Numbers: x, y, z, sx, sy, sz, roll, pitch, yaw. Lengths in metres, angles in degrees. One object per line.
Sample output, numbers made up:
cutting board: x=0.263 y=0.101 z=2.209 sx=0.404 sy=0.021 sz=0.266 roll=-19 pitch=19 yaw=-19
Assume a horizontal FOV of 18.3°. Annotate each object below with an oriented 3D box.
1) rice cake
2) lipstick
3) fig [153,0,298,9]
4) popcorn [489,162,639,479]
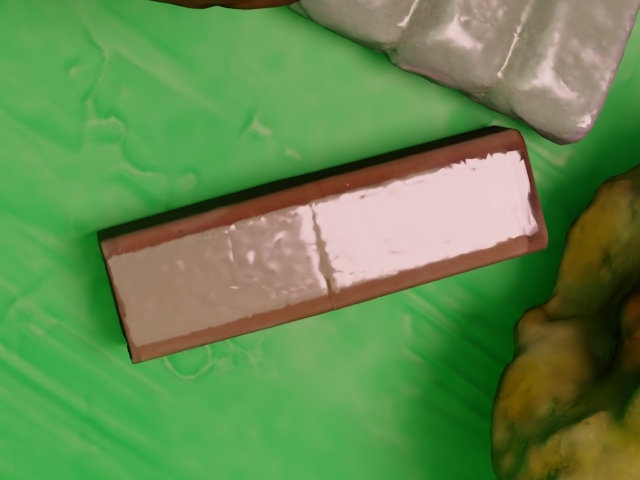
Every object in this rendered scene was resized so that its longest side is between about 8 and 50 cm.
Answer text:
rice cake: x=0.081 y=-0.161 z=0.670 sx=0.127 sy=0.043 sz=0.237 roll=22 pitch=92 yaw=-10
lipstick: x=0.000 y=0.000 z=0.675 sx=0.145 sy=0.045 sz=0.045 roll=-15 pitch=100 yaw=-6
fig: x=0.017 y=-0.244 z=0.546 sx=0.369 sy=0.286 sz=0.286 roll=-34 pitch=101 yaw=-12
popcorn: x=0.166 y=0.069 z=0.648 sx=0.225 sy=0.174 sz=0.286 roll=-2 pitch=98 yaw=-4
